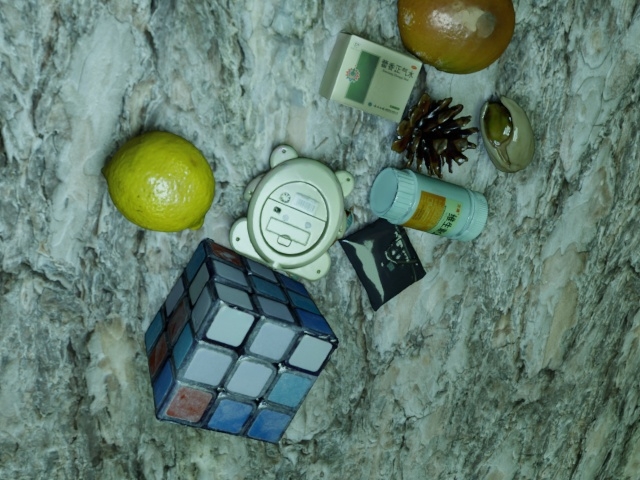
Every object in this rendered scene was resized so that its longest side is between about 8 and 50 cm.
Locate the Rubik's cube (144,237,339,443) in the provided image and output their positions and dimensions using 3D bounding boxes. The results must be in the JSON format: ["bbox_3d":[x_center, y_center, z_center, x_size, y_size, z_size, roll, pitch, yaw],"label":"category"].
[{"bbox_3d":[-0.216,0.261,1.514,0.362,0.359,0.363,22,106,-30],"label":"Rubik's cube"}]

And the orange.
[{"bbox_3d":[0.363,-0.566,1.504,0.310,0.274,0.274,6,115,-57],"label":"orange"}]

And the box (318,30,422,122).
[{"bbox_3d":[0.126,-0.413,1.479,0.212,0.095,0.168,12,106,-26],"label":"box"}]

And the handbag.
[{"bbox_3d":[0.189,0.050,1.710,0.211,0.088,0.254,-33,108,-15],"label":"handbag"}]

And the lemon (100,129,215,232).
[{"bbox_3d":[-0.359,-0.129,1.346,0.253,0.228,0.228,34,98,-35],"label":"lemon"}]

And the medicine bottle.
[{"bbox_3d":[0.305,-0.102,1.651,0.318,0.158,0.158,14,108,-27],"label":"medicine bottle"}]

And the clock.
[{"bbox_3d":[-0.068,-0.071,1.519,0.284,0.114,0.309,23,93,-9],"label":"clock"}]

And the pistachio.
[{"bbox_3d":[0.536,-0.302,1.669,0.137,0.153,0.238,-12,124,30],"label":"pistachio"}]

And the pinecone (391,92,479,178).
[{"bbox_3d":[0.314,-0.275,1.556,0.229,0.201,0.202,-31,168,-33],"label":"pinecone"}]

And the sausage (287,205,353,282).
[{"bbox_3d":[0.000,0.000,1.633,0.264,0.083,0.083,-45,121,1],"label":"sausage"}]
